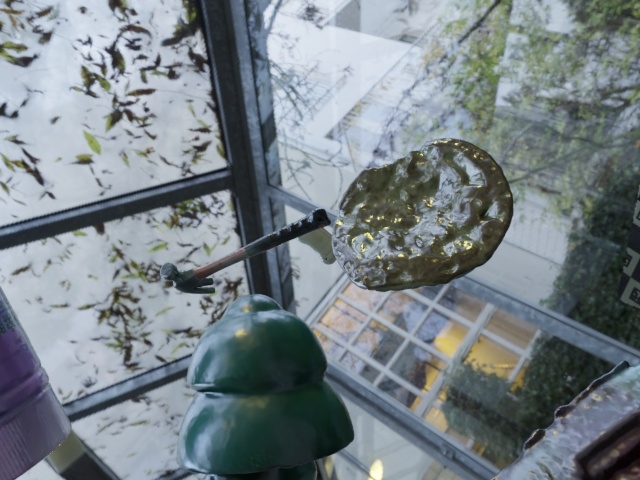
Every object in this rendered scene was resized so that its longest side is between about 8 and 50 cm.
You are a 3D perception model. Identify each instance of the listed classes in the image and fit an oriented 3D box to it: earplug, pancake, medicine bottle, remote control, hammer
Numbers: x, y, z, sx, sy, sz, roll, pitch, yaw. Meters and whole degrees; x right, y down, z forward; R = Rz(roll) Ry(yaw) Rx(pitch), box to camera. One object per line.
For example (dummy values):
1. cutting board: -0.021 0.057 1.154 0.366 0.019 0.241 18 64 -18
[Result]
1. earplug: -0.096 0.192 0.519 0.164 0.257 0.281 34 -123 -75
2. pancake: 0.124 -0.031 0.695 0.236 0.222 0.042 -39 -36 3
3. medicine bottle: -0.366 0.112 0.516 0.152 0.152 0.254 -31 -80 -40
4. remote control: 0.000 0.000 1.303 0.074 0.122 0.032 -48 -10 0
5. hammer: -0.118 0.017 0.910 0.287 0.033 0.111 -25 -30 5

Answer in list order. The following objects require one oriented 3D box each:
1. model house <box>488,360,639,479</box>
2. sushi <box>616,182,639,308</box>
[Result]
1. model house: 0.342 0.317 0.406 0.360 0.339 0.298 -32 -73 -13
2. sushi: 0.564 0.007 0.851 0.043 0.192 0.280 106 -176 -69
